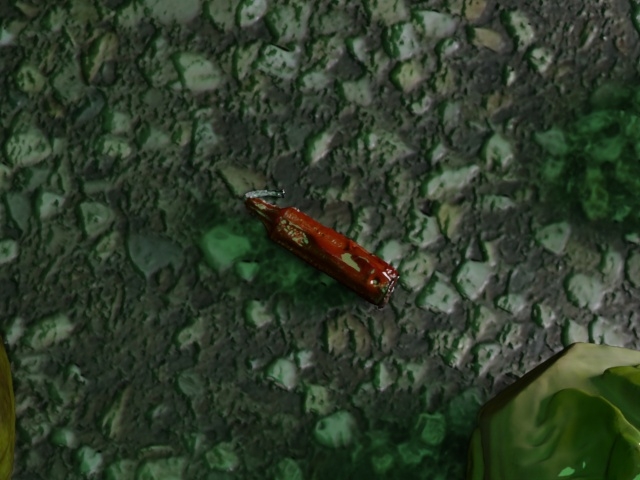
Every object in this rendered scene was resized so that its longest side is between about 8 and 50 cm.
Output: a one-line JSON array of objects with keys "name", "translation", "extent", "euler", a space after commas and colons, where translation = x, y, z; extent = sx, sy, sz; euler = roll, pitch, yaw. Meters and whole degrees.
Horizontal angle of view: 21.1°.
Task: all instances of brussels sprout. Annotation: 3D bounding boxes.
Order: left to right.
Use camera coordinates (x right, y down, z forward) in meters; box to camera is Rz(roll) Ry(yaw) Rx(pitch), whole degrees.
[{"name": "brussels sprout", "translation": [0.263, 0.221, 1.466], "extent": [0.259, 0.227, 0.294], "euler": [-38, 76, -25]}]

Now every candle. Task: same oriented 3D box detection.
[{"name": "candle", "translation": [0.000, 0.000, 1.557], "extent": [0.162, 0.053, 0.048], "euler": [33, 74, 2]}]

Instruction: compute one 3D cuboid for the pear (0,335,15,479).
[{"name": "pear", "translation": [-0.421, 0.111, 1.347], "extent": [0.413, 0.352, 0.352], "euler": [34, 80, 10]}]
